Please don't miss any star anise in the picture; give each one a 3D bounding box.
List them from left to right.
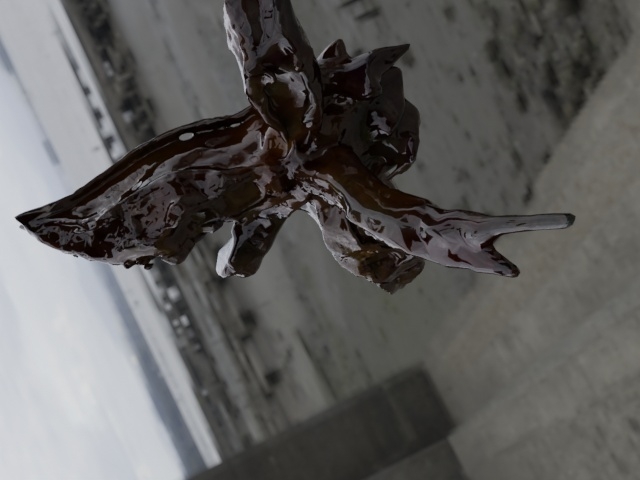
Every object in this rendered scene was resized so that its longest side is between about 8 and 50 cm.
[{"bbox_3d":[0.000,-0.008,0.468,0.140,0.158,0.144,-58,32,32],"label":"star anise"}]
